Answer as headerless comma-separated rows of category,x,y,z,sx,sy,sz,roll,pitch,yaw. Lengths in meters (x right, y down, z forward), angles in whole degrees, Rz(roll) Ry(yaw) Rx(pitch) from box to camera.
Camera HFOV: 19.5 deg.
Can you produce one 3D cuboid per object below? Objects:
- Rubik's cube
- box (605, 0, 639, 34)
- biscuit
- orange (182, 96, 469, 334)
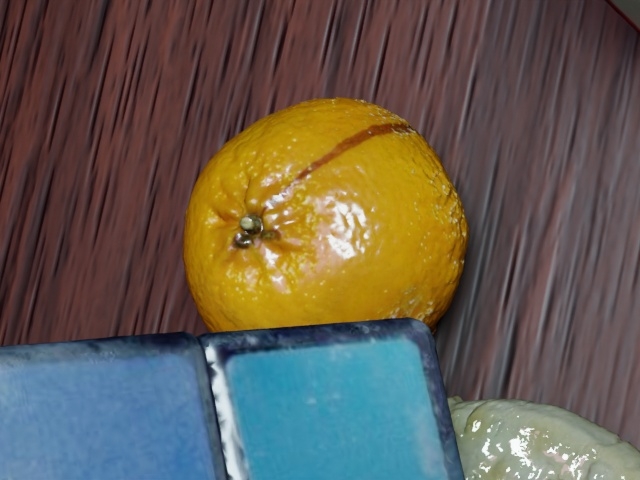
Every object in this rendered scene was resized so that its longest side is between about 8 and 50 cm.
Rubik's cube,-0.103,0.235,1.081,0.313,0.316,0.318,-34,63,55
box,0.296,-0.295,1.078,0.300,0.314,0.312,-9,76,24
biscuit,0.153,0.213,1.165,0.179,0.084,0.281,-35,71,8
orange,0.000,0.000,1.226,0.193,0.161,0.193,-3,81,18
